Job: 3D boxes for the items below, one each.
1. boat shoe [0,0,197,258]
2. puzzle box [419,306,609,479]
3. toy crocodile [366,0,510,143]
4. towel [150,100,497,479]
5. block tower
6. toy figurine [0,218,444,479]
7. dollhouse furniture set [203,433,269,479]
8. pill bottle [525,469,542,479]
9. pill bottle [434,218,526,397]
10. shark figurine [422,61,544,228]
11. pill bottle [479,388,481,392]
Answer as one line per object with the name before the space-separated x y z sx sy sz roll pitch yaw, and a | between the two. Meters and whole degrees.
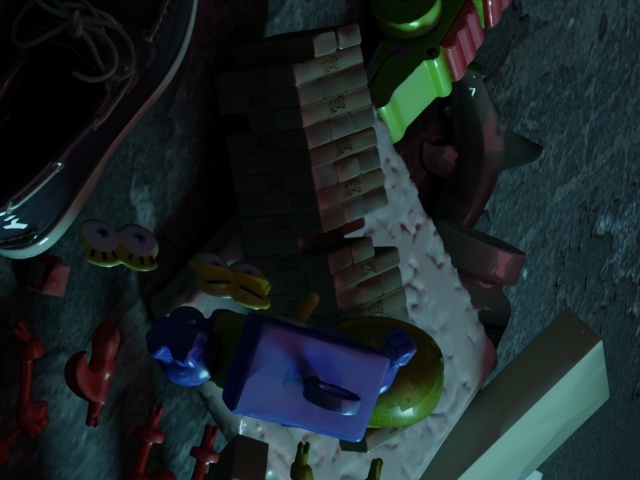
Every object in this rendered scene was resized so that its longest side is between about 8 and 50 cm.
boat shoe | -0.161 -0.112 1.074 0.254 0.095 0.079 -58 164 -11
puzzle box | 0.136 0.257 1.719 0.409 0.052 0.272 -43 160 -4
toy crocodile | 0.135 -0.238 1.584 0.341 0.105 0.115 -59 152 -26
towel | 0.014 0.088 1.476 0.317 0.053 0.332 -50 125 -36
block tower | 0.000 0.000 1.352 0.091 0.097 0.336 -23 106 -46
toy figurine | -0.021 0.120 1.159 0.362 0.217 0.191 20 85 -30
dollhouse furniture set | -0.067 0.278 1.332 0.182 0.101 0.161 -49 -152 46
pill bottle | 0.147 0.401 1.921 0.181 0.181 0.323 36 73 -64
pill bottle | 0.126 0.097 1.726 0.121 0.121 0.221 4 109 -65
shark figurine | 0.176 -0.117 1.741 0.166 0.116 0.278 -56 152 -35
pill bottle | 0.129 0.173 1.842 0.094 0.094 0.169 -4 110 -64
